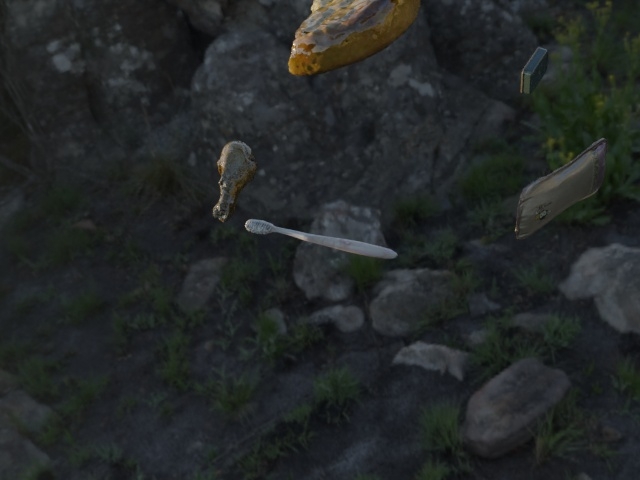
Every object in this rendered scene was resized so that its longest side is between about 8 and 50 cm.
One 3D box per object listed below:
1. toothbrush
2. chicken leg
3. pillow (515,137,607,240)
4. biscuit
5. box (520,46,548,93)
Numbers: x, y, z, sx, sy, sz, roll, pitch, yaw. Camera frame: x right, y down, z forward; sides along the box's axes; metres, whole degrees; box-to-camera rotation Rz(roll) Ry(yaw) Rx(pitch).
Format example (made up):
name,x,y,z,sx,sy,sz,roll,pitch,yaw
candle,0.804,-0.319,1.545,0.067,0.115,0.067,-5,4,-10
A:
name,x,y,z,sx,sy,sz,roll,pitch,yaw
toothbrush,0.000,0.000,1.427,0.307,0.025,0.029,12,21,4
chicken leg,-0.191,-0.130,1.591,0.069,0.085,0.198,-26,46,54
pillow,0.435,-0.092,1.302,0.232,0.131,0.038,-31,49,-19
biscuit,0.058,-0.359,1.176,0.213,0.091,0.274,-6,36,27
box,0.609,-0.481,2.060,0.031,0.091,0.126,23,59,27
